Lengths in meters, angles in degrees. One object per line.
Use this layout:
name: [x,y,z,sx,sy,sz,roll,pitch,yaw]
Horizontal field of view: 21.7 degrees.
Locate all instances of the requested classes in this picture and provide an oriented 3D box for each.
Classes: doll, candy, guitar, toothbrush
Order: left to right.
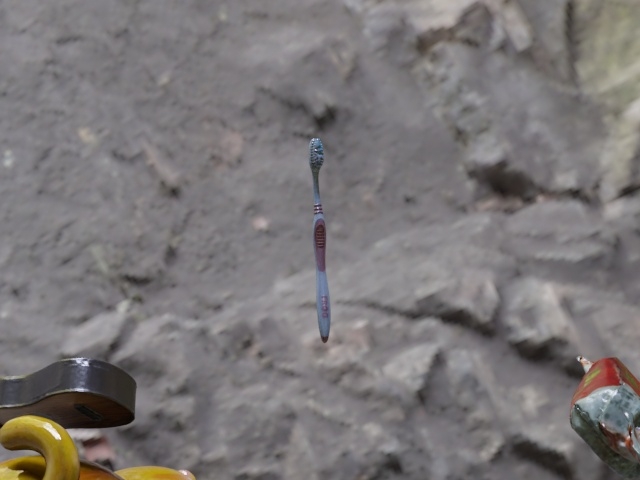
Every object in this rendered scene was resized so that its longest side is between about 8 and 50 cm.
guitar: [-0.275,0.145,1.351,0.084,0.271,0.038,45,36,-52]
doll: [-0.182,0.253,1.359,0.269,0.162,0.166,28,31,-61]
toothbrush: [0.000,0.000,1.572,0.013,0.019,0.193,-2,88,-19]
candy: [0.252,0.147,1.423,0.086,0.059,0.292,49,10,0]
